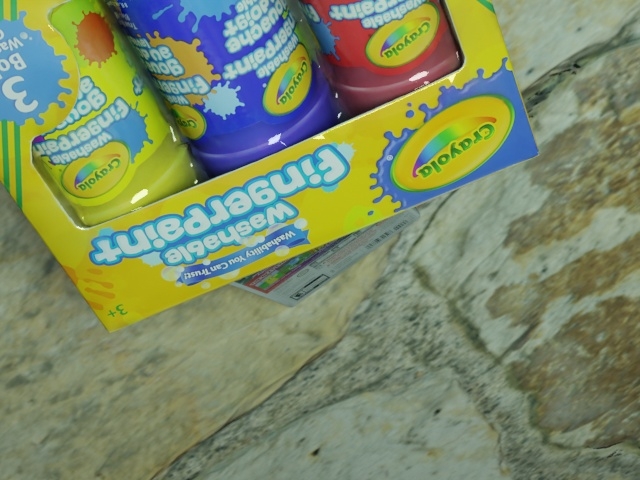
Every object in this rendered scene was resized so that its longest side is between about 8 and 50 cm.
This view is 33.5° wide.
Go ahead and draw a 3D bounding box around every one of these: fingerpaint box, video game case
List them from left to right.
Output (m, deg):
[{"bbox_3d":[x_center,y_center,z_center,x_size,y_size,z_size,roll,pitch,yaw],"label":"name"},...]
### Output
[{"bbox_3d":[-0.078,-0.165,0.936,0.445,0.163,0.371,-22,126,6],"label":"fingerpaint box"},{"bbox_3d":[0.000,0.000,1.220,0.201,0.023,0.183,-35,155,14],"label":"video game case"}]
